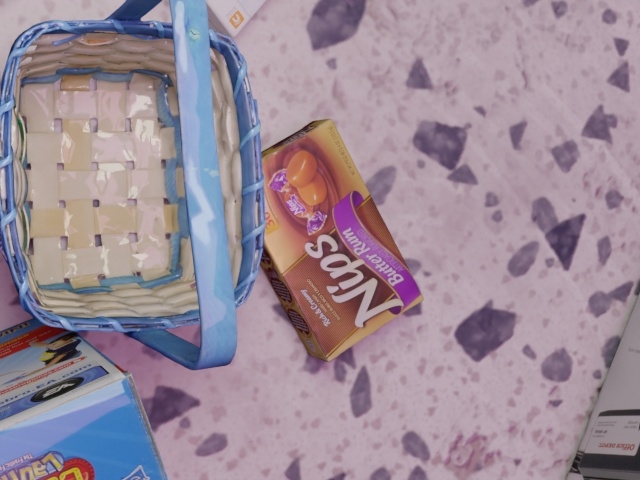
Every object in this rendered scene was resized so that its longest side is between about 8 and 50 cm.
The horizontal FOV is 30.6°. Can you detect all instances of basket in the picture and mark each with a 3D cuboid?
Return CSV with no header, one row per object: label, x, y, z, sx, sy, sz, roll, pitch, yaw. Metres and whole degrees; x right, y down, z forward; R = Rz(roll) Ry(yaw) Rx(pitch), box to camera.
basket,-0.132,-0.041,0.849,0.201,0.289,0.255,-4,90,-29

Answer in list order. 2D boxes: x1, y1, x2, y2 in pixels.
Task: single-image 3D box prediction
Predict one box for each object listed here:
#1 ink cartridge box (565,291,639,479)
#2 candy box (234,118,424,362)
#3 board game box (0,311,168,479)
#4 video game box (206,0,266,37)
ink cartridge box,0.409,0.250,1.145,0.285,0.166,0.395,24,85,-20
candy box,0.000,0.000,1.032,0.109,0.053,0.186,-31,103,-17
board game box,-0.289,0.162,0.796,0.308,0.302,0.086,-22,101,-18
video game box,-0.067,-0.302,0.953,0.205,0.048,0.187,-51,136,-11
